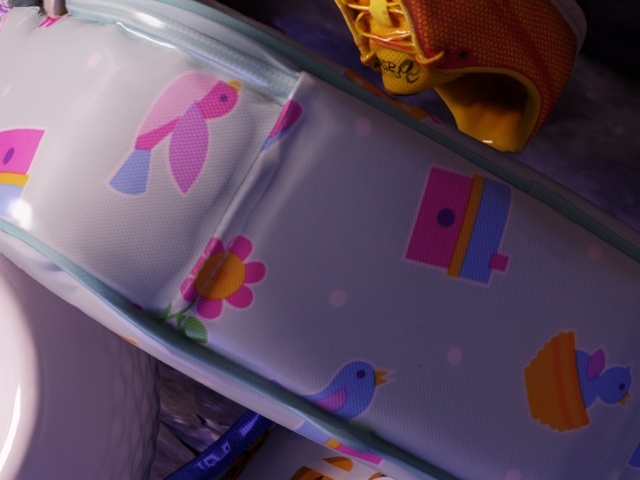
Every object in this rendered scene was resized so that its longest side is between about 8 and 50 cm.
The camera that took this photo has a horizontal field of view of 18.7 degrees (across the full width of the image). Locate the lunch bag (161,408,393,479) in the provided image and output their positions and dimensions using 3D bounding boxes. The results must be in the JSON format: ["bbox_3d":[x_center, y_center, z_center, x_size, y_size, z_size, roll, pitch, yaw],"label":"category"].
[{"bbox_3d":[0.115,0.195,0.995,0.328,0.239,0.385,33,125,-23],"label":"lunch bag"}]

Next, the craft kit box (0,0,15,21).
[{"bbox_3d":[-0.214,-0.148,0.794,0.250,0.061,0.246,28,158,-13],"label":"craft kit box"}]

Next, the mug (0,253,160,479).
[{"bbox_3d":[-0.242,0.036,0.959,0.374,0.276,0.328,57,172,0],"label":"mug"}]

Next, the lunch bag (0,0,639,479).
[{"bbox_3d":[0.000,0.000,0.676,0.279,0.108,0.224,29,-179,-21],"label":"lunch bag"}]

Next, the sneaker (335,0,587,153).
[{"bbox_3d":[0.032,-0.089,0.646,0.064,0.067,0.175,4,152,47],"label":"sneaker"}]

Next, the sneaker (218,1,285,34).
[{"bbox_3d":[-0.040,-0.046,0.846,0.071,0.068,0.170,15,159,5],"label":"sneaker"}]
